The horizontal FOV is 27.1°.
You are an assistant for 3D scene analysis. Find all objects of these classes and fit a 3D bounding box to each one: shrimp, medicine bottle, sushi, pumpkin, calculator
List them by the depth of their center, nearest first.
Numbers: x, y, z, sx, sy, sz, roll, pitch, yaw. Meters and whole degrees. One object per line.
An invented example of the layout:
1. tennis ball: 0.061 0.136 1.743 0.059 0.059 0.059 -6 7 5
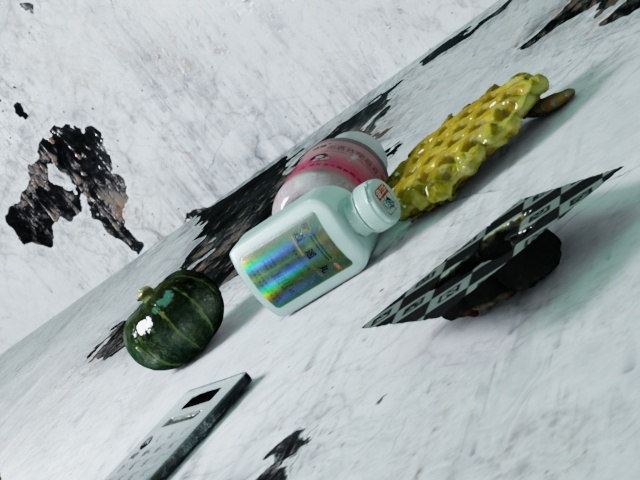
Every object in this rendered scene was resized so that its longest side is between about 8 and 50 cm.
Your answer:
1. sushi: 0.169 0.029 1.266 0.231 0.047 0.219 -37 5 -17
2. calculator: -0.195 0.254 1.604 0.161 0.021 0.262 -25 18 51
3. medicine bottle: 0.000 0.000 1.744 0.229 0.121 0.083 -32 11 28
4. shrimp: 0.304 -0.184 1.777 0.059 0.023 0.108 -32 8 -17
5. medicine bottle: 0.025 -0.071 1.907 0.147 0.147 0.247 -33 12 26
6. pumpkin: -0.220 0.118 1.984 0.167 0.125 0.167 -29 31 19

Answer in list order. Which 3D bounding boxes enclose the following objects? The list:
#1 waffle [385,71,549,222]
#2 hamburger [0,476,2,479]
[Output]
1. waffle: 0.189 -0.130 1.788 0.291 0.051 0.291 -42 13 12
2. hamburger: -0.349 0.343 1.125 0.330 0.250 0.330 -37 9 7
